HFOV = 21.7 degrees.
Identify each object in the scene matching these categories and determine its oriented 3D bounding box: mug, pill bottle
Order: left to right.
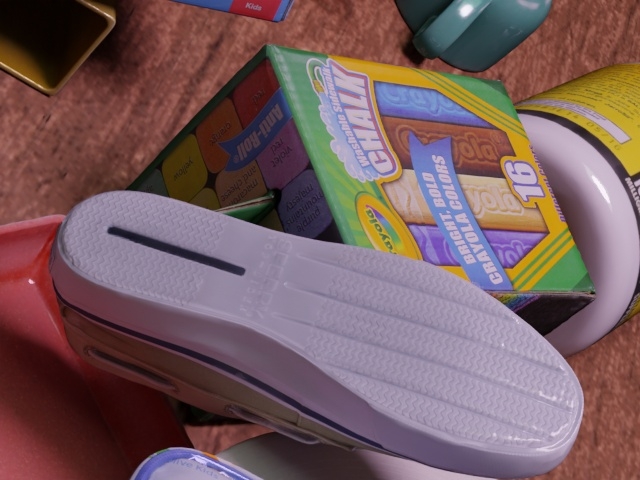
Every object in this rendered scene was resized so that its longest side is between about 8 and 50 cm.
[{"bbox_3d":[0.142,-0.217,1.462,0.129,0.097,0.157,21,46,-33],"label":"mug"},{"bbox_3d":[0.225,-0.038,1.326,0.334,0.188,0.188,-25,79,-51],"label":"pill bottle"}]

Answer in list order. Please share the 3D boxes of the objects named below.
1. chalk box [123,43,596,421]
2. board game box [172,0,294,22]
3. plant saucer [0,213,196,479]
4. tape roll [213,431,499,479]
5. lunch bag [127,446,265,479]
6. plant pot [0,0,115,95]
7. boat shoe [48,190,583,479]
[{"bbox_3d":[0.000,0.000,1.078,0.289,0.180,0.179,5,56,-44],"label":"chalk box"},{"bbox_3d":[-0.176,-0.296,1.120,0.308,0.086,0.302,8,41,-24],"label":"board game box"},{"bbox_3d":[-0.185,0.124,0.904,0.258,0.048,0.259,-15,72,-50],"label":"plant saucer"},{"bbox_3d":[0.052,0.275,0.872,0.392,0.072,0.392,23,38,-20],"label":"tape roll"},{"bbox_3d":[0.010,0.236,0.726,0.303,0.115,0.243,31,35,-8],"label":"lunch bag"},{"bbox_3d":[-0.186,-0.165,1.112,0.081,0.081,0.083,30,37,-24],"label":"plant pot"},{"bbox_3d":[-0.005,0.059,0.920,0.302,0.094,0.109,22,52,10],"label":"boat shoe"}]
